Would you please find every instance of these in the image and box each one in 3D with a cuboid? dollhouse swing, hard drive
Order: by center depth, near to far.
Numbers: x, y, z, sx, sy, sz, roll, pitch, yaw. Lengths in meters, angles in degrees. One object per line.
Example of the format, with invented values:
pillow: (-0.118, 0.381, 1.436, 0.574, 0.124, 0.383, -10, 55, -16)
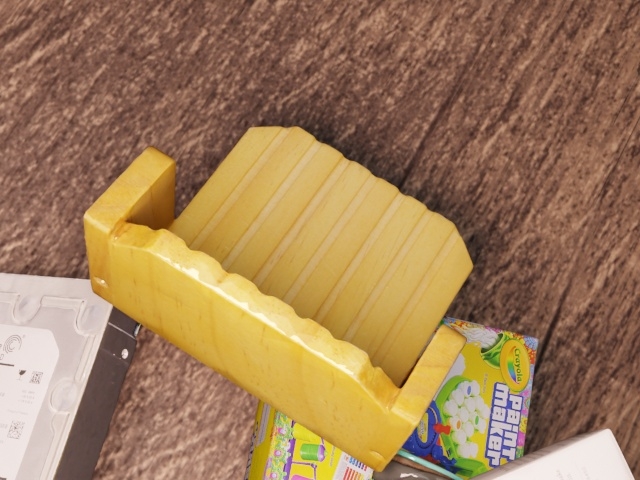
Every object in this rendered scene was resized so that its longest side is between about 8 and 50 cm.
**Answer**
dollhouse swing: (0.000, 0.000, 1.383, 0.347, 0.315, 0.305, 32, 69, 5)
hard drive: (-0.333, 0.200, 1.469, 0.237, 0.064, 0.339, 4, 67, 34)

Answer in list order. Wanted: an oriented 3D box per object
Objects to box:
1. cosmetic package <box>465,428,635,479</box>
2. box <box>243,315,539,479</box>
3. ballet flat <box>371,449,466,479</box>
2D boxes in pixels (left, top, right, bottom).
cosmetic package: (0.114, 0.312, 1.281, 0.365, 0.197, 0.155, -24, 81, -3)
box: (0.070, 0.234, 1.558, 0.279, 0.177, 0.290, 14, 71, -8)
ballet flat: (0.181, 0.299, 1.430, 0.280, 0.095, 0.096, 18, 80, 3)
